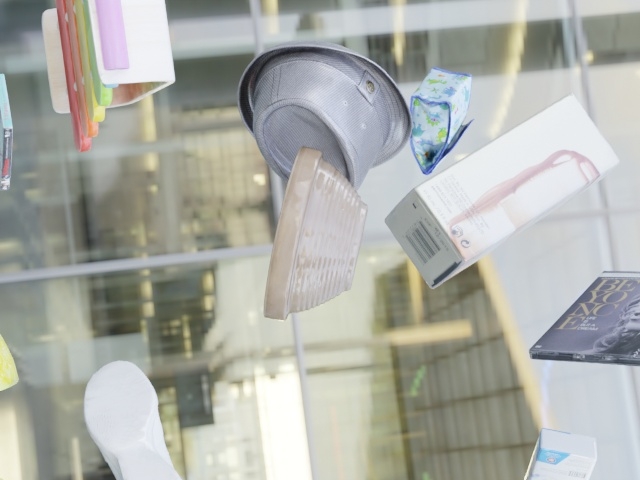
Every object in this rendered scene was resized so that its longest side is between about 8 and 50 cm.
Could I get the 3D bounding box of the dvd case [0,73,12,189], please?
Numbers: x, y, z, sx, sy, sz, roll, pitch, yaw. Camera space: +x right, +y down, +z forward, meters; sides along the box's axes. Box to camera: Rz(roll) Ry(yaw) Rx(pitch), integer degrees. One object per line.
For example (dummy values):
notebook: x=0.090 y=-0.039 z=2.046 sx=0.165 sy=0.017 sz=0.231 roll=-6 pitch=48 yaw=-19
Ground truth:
dvd case: x=-0.388 y=-0.131 z=1.631 sx=0.119 sy=0.013 sz=0.087 roll=109 pitch=-30 yaw=-52

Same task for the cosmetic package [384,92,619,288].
cosmetic package: x=0.258 y=-0.070 z=1.905 sx=0.129 sy=0.296 sz=0.153 roll=55 pitch=-20 yaw=7

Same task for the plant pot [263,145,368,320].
plant pot: x=0.000 y=0.000 z=1.805 sx=0.237 sy=0.109 sz=0.237 roll=13 pitch=90 yaw=-88

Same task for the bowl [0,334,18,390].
bowl: x=-0.555 y=0.136 z=1.770 sx=0.289 sy=0.289 sz=0.156 roll=-170 pitch=-108 yaw=-81

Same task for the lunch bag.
lunch bag: x=0.210 y=-0.206 z=2.342 sx=0.129 sy=0.096 sz=0.151 roll=-51 pitch=151 yaw=-51

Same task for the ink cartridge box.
ink cartridge box: x=0.373 y=0.359 z=2.090 sx=0.052 sy=0.088 sz=0.122 roll=-77 pitch=178 yaw=-53

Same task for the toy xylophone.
toy xylophone: x=-0.217 y=-0.228 z=1.332 sx=0.322 sy=0.081 sz=0.236 roll=155 pitch=-74 yaw=-70

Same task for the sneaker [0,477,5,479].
sneaker: x=-0.524 y=0.344 z=1.752 sx=0.147 sy=0.384 sz=0.145 roll=-18 pitch=114 yaw=-78

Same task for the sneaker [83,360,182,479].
sneaker: x=-0.194 y=0.231 z=1.425 sx=0.094 sy=0.080 sz=0.212 roll=84 pitch=-16 yaw=-55

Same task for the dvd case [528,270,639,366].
dvd case: x=0.371 y=0.089 z=1.602 sx=0.164 sy=0.221 sz=0.018 roll=0 pitch=-66 yaw=38

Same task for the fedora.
fedora: x=-0.001 y=-0.153 z=1.917 sx=0.275 sy=0.243 sz=0.124 roll=56 pitch=31 yaw=-38
